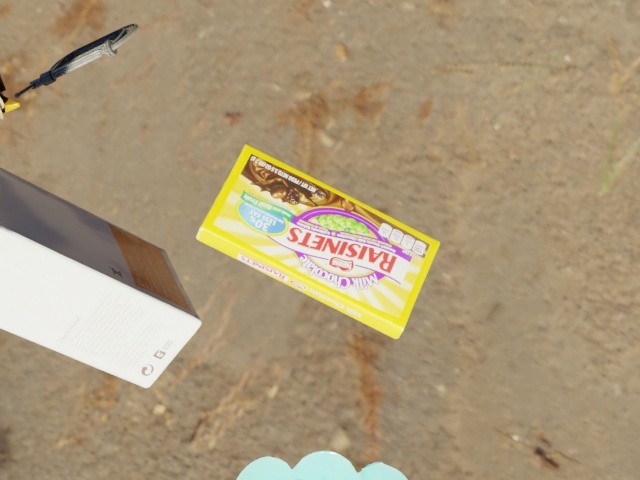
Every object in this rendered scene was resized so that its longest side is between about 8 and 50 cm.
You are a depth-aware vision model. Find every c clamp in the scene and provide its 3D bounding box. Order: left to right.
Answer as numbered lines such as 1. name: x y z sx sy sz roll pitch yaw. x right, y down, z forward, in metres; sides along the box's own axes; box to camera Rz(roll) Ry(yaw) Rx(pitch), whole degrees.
1. c clamp: -0.315 -0.239 1.707 0.160 0.022 0.137 -24 20 16

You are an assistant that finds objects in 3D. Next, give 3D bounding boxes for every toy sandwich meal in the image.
1. toy sandwich meal: -0.292 -0.146 1.137 0.029 0.085 0.085 -29 42 -14

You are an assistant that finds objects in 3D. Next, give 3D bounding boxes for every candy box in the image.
1. candy box: 0.000 0.000 1.182 0.105 0.206 0.027 -65 2 -28

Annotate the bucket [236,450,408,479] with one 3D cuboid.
1. bucket: -0.004 0.332 1.070 0.281 0.281 0.183 44 140 46

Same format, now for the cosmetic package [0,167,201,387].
1. cosmetic package: -0.435 0.047 2.094 0.161 0.453 0.230 -50 40 13
